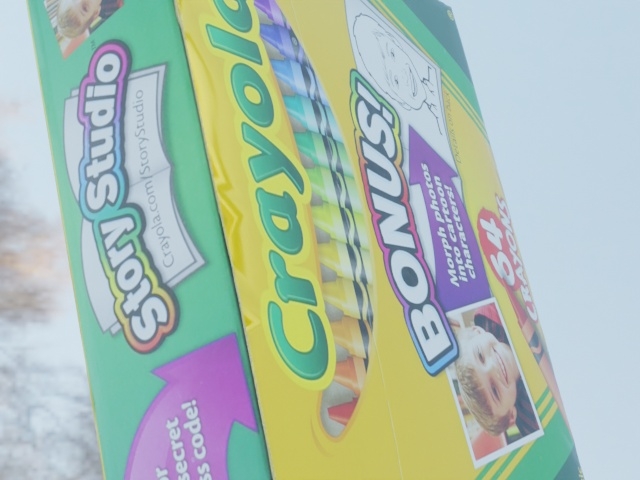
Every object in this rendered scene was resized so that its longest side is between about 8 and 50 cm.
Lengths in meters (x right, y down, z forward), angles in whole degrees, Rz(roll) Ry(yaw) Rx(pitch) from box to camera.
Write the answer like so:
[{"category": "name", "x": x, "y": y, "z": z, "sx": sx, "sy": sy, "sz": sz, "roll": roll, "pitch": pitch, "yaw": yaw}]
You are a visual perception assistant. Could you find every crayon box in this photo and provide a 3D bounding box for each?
[{"category": "crayon box", "x": 0.000, "y": 0.000, "z": 0.809, "sx": 0.106, "sy": 0.313, "sz": 0.363, "roll": -24, "pitch": -113, "yaw": 27}]
